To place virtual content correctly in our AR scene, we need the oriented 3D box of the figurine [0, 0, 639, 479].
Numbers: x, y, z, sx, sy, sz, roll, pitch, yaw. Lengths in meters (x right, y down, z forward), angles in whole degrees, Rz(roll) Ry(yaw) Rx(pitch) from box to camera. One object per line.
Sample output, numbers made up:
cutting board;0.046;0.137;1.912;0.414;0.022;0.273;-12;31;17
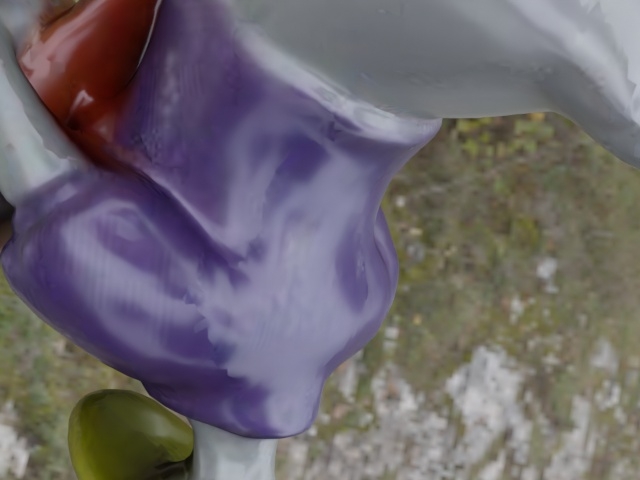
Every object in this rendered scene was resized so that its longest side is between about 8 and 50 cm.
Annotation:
figurine;-0.003;-0.006;0.453;0.154;0.193;0.421;-1;110;-59
